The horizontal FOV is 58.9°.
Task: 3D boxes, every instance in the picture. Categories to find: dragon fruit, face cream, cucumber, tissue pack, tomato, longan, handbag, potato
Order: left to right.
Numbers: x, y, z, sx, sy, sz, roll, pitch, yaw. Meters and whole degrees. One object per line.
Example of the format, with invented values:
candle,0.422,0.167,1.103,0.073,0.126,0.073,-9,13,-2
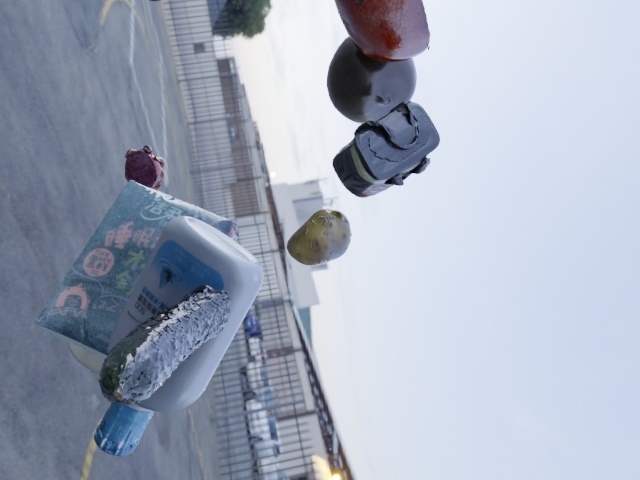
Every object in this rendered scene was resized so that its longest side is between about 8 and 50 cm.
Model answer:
tissue pack,-0.319,0.066,1.024,0.103,0.228,0.315,103,11,-67
dragon fruit,-0.455,-0.186,1.481,0.068,0.112,0.126,-39,122,-62
cucumber,-0.158,0.102,0.572,0.245,0.067,0.067,-38,120,-77
face cream,-0.212,0.142,0.773,0.336,0.163,0.080,-60,159,10
potato,0.000,0.000,1.429,0.176,0.137,0.137,-46,-140,29
longan,0.152,-0.499,1.741,0.297,0.298,0.297,170,-90,-83
tomato,0.128,-0.593,1.460,0.338,0.144,0.338,53,-4,5
handbag,0.172,-0.225,1.443,0.181,0.255,0.181,57,-24,-1

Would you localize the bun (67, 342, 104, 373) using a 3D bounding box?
bun,-0.419,0.171,1.267,0.175,0.263,0.262,36,40,-68
